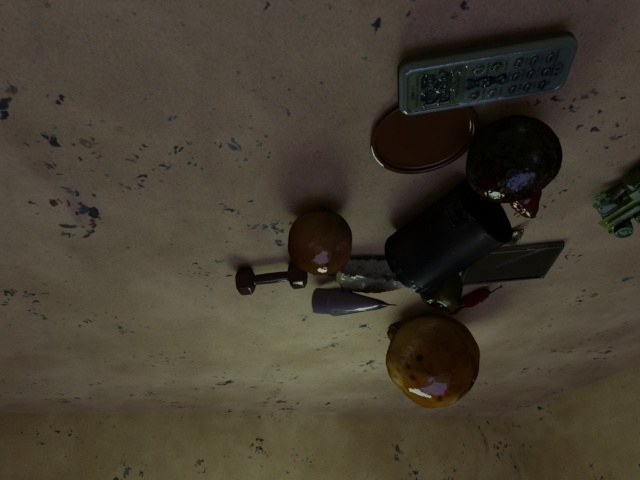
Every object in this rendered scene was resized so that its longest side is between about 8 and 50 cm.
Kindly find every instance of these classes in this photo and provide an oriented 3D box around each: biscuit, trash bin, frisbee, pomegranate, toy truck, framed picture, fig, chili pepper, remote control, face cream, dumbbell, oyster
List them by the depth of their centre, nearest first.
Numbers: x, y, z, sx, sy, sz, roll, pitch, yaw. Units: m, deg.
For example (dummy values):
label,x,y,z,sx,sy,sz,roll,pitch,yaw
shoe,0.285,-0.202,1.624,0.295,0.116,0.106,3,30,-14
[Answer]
label,x,y,z,sx,sy,sz,roll,pitch,yaw
remote control,0.321,-0.333,0.964,0.335,0.065,0.128,-8,149,4
pomegranate,0.439,-0.151,1.097,0.214,0.214,0.248,-18,115,19
frisbee,0.240,-0.241,1.133,0.251,0.021,0.251,-4,146,-3
toy truck,0.855,-0.133,1.297,0.135,0.128,0.259,28,137,-20
pomegranate,0.002,0.003,1.324,0.191,0.191,0.191,-4,147,-2
trash bin,0.351,-0.008,1.342,0.252,0.203,0.301,-2,151,-41
oyster,0.600,-0.011,1.524,0.093,0.034,0.051,-18,130,37
dumbbell,-0.157,0.121,1.569,0.231,0.092,0.082,-7,175,3
biscuit,0.185,0.127,1.624,0.281,0.084,0.179,1,149,-7
face cream,0.110,0.211,1.643,0.274,0.096,0.154,1,170,20
fig,0.421,0.158,1.679,0.144,0.154,0.165,11,115,1
framed picture,0.653,0.085,1.685,0.315,0.024,0.232,-5,147,1
chili pepper,0.585,0.230,1.876,0.050,0.059,0.268,47,134,-5
pomegranate,0.429,0.465,1.962,0.410,0.410,0.410,-4,147,-2

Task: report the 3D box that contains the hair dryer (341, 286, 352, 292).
label,x,y,z,sx,sy,sz,roll,pitch,yaw
hair dryer,0.076,0.175,1.729,0.106,0.054,0.154,5,136,-6
